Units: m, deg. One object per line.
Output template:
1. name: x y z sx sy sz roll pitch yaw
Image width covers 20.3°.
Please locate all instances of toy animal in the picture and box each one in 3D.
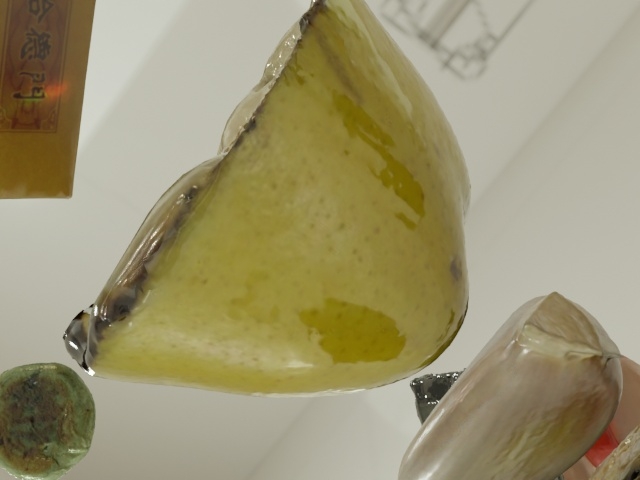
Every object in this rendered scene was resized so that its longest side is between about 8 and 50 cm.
1. toy animal: 0.305 0.212 1.903 0.171 0.171 0.197 53 170 32

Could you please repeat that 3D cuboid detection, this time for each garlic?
1. garlic: 0.116 0.140 1.267 0.148 0.266 0.128 21 -156 -27

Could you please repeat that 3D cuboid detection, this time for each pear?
1. pear: 0.002 -0.002 0.964 0.178 0.267 0.267 34 -159 -1

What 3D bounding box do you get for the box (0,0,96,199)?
1. box: -0.347 -0.213 1.555 0.116 0.264 0.415 -3 -162 -38

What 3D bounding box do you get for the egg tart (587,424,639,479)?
1. egg tart: 0.250 0.214 1.352 0.106 0.241 0.241 37 -159 0

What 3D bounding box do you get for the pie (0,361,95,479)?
1. pie: -0.193 0.125 1.224 0.085 0.085 0.017 37 -178 -4

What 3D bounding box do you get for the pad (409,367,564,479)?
1. pad: 0.167 0.208 1.755 0.022 0.233 0.174 -15 -92 -26
